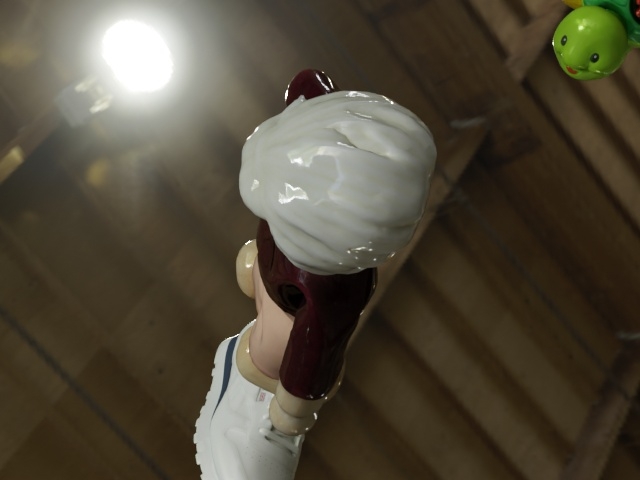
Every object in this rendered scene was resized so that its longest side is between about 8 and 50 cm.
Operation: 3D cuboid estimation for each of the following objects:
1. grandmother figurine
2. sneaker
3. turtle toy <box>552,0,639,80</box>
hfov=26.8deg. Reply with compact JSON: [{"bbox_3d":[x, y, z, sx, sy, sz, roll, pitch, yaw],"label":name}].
[{"bbox_3d":[0.000,0.000,0.750,0.104,0.342,0.207,-8,-102,-8],"label":"grandmother figurine"},{"bbox_3d":[-0.045,0.148,1.176,0.090,0.095,0.235,41,-151,-31],"label":"sneaker"},{"bbox_3d":[0.189,-0.150,0.807,0.130,0.095,0.066,-55,-22,-1],"label":"turtle toy"}]
